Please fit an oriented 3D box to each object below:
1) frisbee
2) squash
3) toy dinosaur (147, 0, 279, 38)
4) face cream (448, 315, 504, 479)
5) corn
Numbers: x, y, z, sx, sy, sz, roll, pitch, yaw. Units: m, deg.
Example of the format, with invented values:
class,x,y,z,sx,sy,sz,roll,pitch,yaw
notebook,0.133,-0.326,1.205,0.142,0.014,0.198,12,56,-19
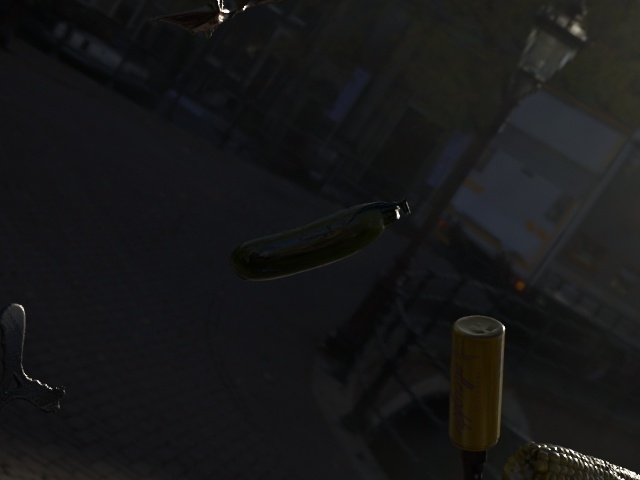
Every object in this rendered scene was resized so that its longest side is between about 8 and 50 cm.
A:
class,x,y,z,sx,sy,sz,roll,pitch,yaw
frisbee,-0.423,0.209,1.515,0.012,0.211,0.187,12,-18,31
squash,0.000,0.000,1.871,0.087,0.331,0.087,-19,90,-81
toy dinosaur,-0.078,-0.220,1.009,0.220,0.108,0.032,-28,93,-44
face cream,0.232,0.250,1.632,0.078,0.273,0.078,-1,22,0
corn,0.354,0.335,1.410,0.318,0.115,0.115,26,10,-41
